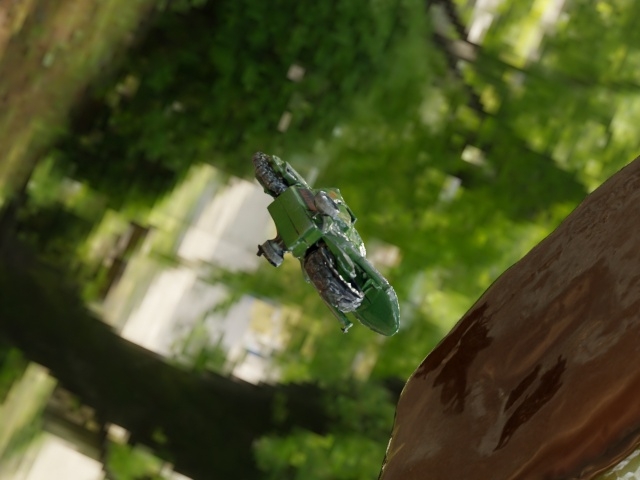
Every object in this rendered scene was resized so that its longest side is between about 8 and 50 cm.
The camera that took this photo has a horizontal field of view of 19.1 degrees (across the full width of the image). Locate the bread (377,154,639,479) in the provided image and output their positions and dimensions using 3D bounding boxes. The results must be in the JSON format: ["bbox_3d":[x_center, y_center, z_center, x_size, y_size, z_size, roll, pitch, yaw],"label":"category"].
[{"bbox_3d":[0.176,0.119,1.253,0.323,0.143,0.333,-44,-165,25],"label":"bread"}]

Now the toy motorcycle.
[{"bbox_3d":[0.000,0.000,1.580,0.074,0.190,0.106,-42,135,13],"label":"toy motorcycle"}]
